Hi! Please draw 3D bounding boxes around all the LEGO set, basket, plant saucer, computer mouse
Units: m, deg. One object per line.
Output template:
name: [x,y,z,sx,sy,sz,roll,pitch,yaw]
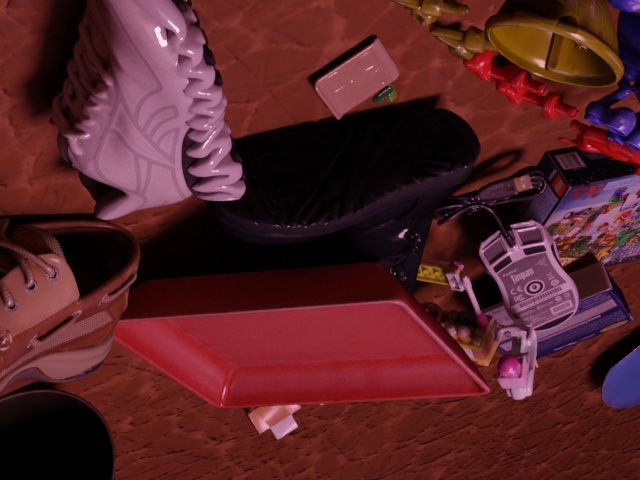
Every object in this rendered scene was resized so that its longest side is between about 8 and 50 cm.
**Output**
LEGO set: [0.053,0.087,1.755,0.287,0.132,0.107,-9,136,15]
basket: [-0.253,0.257,1.683,0.204,0.154,0.227,-49,163,-18]
plant saucer: [-0.016,0.078,1.578,0.258,0.048,0.259,-5,159,20]
computer mouse: [0.176,0.010,1.738,0.106,0.042,0.193,-24,131,7]

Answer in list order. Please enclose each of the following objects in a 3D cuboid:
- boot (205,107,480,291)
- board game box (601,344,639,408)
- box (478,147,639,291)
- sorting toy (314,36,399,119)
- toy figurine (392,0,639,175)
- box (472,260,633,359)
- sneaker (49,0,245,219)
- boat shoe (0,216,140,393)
boot: [0.000,0.000,1.556,0.246,0.094,0.207,-16,148,-30]
board game box: [0.388,0.126,2.226,0.168,0.033,0.133,-40,147,8]
box: [0.282,-0.034,1.833,0.233,0.044,0.159,-12,147,-32]
sorting toy: [0.031,-0.120,1.474,0.062,0.012,0.083,-37,149,3]
toy figurine: [0.237,-0.195,1.476,0.362,0.191,0.217,31,86,-52]
box: [0.238,0.077,1.936,0.136,0.036,0.225,-23,164,10]
sneaker: [-0.125,-0.098,1.269,0.118,0.110,0.292,-18,151,-5]
boat shoe: [-0.232,0.038,1.342,0.120,0.122,0.324,-56,166,18]
